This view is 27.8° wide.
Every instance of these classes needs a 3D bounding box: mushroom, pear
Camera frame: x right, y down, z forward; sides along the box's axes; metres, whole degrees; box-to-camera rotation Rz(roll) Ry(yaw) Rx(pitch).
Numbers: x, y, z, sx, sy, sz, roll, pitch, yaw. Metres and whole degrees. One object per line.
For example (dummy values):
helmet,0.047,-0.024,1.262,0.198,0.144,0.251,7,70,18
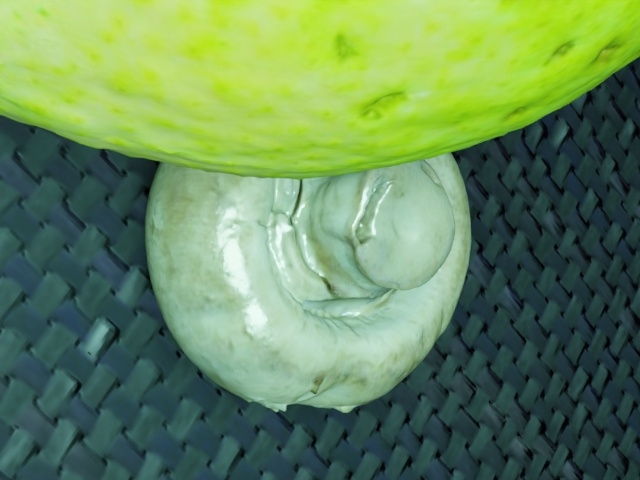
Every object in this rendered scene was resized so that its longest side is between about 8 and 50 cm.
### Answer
mushroom,0.000,0.000,0.598,0.166,0.127,0.166,-3,95,-34
pear,-0.023,-0.197,0.443,0.391,0.391,0.391,2,87,-39
